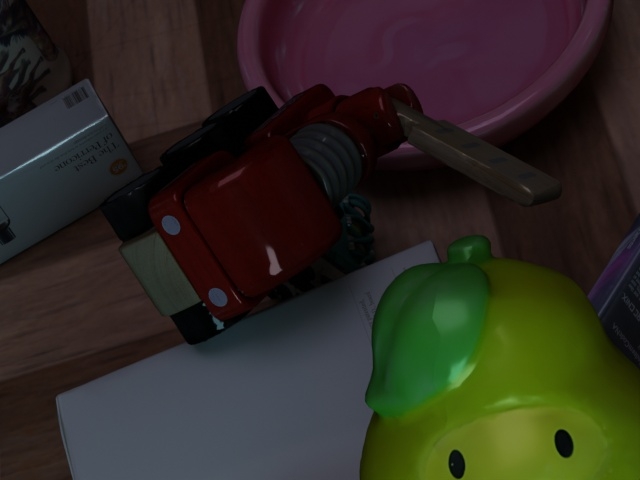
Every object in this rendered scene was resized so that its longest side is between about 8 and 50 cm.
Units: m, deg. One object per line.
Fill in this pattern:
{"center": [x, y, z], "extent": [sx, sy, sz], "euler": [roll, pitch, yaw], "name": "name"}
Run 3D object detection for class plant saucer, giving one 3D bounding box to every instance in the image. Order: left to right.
{"center": [0.094, -0.185, 1.470], "extent": [0.332, 0.084, 0.332], "euler": [-10, 53, 14], "name": "plant saucer"}

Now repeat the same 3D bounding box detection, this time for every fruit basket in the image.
{"center": [0.134, 0.195, 0.884], "extent": [0.392, 0.392, 0.283], "euler": [-15, 43, 9], "name": "fruit basket"}

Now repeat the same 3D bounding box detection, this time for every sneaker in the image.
{"center": [0.000, 0.000, 1.360], "extent": [0.110, 0.107, 0.275], "euler": [-34, 50, -18], "name": "sneaker"}

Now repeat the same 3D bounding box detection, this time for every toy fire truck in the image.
{"center": [0.013, -0.035, 1.155], "extent": [0.246, 0.158, 0.217], "euler": [-24, 13, 37], "name": "toy fire truck"}

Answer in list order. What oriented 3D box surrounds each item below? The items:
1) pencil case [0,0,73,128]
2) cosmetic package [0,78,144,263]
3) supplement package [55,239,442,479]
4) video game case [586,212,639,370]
{"center": [-0.394, -0.242, 1.482], "extent": [0.184, 0.410, 0.160], "euler": [-12, 50, 20], "name": "pencil case"}
{"center": [-0.282, -0.038, 1.491], "extent": [0.239, 0.099, 0.060], "euler": [-31, 53, -3], "name": "cosmetic package"}
{"center": [-0.010, 0.162, 1.190], "extent": [0.293, 0.177, 0.175], "euler": [-23, 50, 2], "name": "supplement package"}
{"center": [0.201, 0.145, 1.118], "extent": [0.026, 0.196, 0.274], "euler": [10, 57, 50], "name": "video game case"}
